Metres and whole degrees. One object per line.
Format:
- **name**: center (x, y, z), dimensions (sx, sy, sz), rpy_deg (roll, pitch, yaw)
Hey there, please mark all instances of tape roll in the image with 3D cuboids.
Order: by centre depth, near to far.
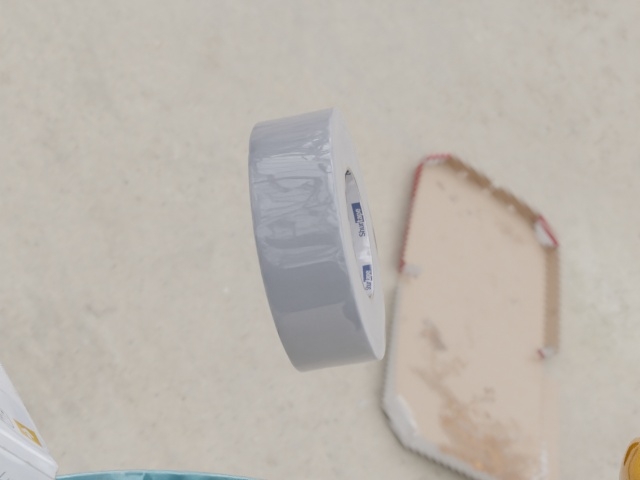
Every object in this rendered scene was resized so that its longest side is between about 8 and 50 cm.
- **tape roll**: center (0.000, 0.000, 1.200), dimensions (0.219, 0.072, 0.219), rpy_deg (-11, 90, -81)

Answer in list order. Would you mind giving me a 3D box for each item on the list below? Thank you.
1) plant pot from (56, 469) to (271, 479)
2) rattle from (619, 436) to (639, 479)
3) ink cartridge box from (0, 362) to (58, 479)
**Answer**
- **plant pot**: center (-0.083, 0.274, 0.873), dimensions (0.290, 0.290, 0.195), rpy_deg (1, 97, -42)
- **rattle**: center (0.062, 0.164, 0.496), dimensions (0.143, 0.200, 0.130), rpy_deg (61, 6, 31)
- **ink cartridge box**: center (-0.209, 0.001, 0.525), dimensions (0.206, 0.045, 0.208), rpy_deg (41, 3, -38)
